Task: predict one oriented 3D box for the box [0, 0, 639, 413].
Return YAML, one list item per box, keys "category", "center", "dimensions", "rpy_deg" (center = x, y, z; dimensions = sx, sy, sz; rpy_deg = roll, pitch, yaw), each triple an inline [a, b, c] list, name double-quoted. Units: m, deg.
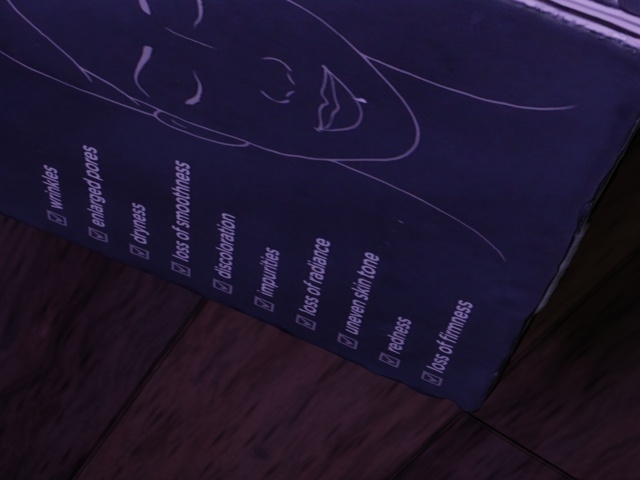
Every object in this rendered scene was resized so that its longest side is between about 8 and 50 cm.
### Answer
- category: "box"
  center: [-0.043, -0.183, 0.912]
  dimensions: [0.472, 0.297, 0.480]
  rpy_deg: [21, 157, 4]
